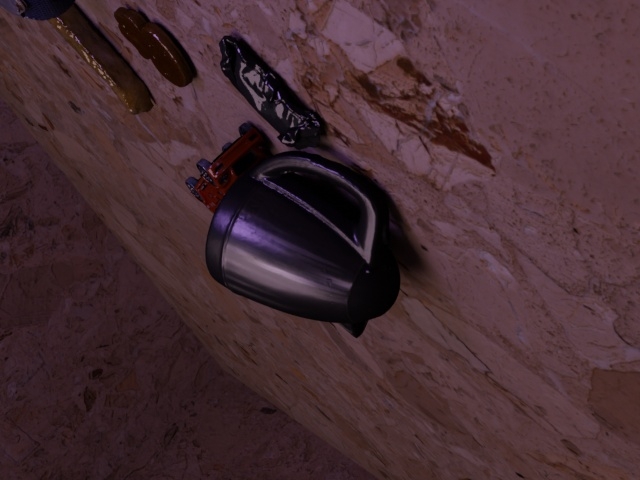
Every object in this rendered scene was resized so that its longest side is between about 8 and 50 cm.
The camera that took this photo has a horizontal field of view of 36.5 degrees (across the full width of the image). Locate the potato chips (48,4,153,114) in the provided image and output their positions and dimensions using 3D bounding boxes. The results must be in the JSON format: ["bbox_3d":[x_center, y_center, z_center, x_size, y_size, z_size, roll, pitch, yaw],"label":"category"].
[{"bbox_3d":[-0.466,-0.400,1.829,0.407,0.057,0.080,48,161,-1],"label":"potato chips"}]

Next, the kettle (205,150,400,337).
[{"bbox_3d":[0.004,0.008,1.415,0.271,0.250,0.207,28,-171,28],"label":"kettle"}]

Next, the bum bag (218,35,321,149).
[{"bbox_3d":[-0.076,-0.195,1.322,0.197,0.049,0.087,47,159,4],"label":"bum bag"}]

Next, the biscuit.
[{"bbox_3d":[-0.268,-0.317,1.570,0.175,0.026,0.124,41,162,20],"label":"biscuit"}]

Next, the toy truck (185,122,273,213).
[{"bbox_3d":[-0.140,-0.103,1.601,0.114,0.107,0.253,48,166,-6],"label":"toy truck"}]

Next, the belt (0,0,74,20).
[{"bbox_3d":[-0.511,-0.473,1.621,0.230,0.140,0.126,42,164,25],"label":"belt"}]
